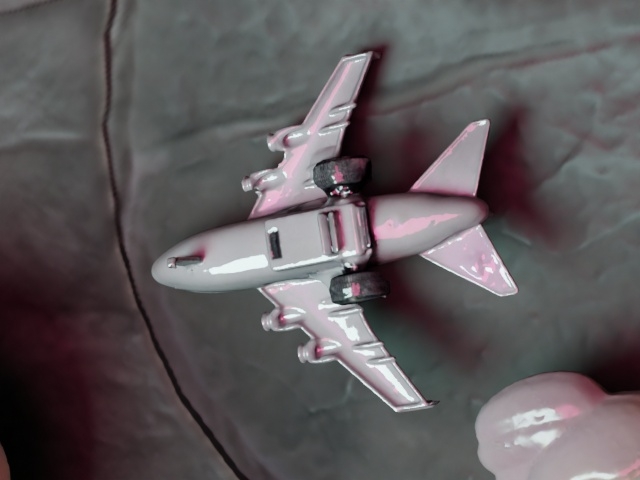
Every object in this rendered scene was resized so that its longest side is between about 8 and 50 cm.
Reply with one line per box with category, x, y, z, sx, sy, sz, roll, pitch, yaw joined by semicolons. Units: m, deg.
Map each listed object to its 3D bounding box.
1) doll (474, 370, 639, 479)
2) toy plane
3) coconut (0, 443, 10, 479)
doll;0.081;0.171;0.743;0.365;0.094;0.160;-44;81;18
toy plane;0.000;0.000;0.758;0.171;0.065;0.162;-10;84;14
coconut;-0.265;0.148;0.766;0.259;0.259;0.259;3;99;17
